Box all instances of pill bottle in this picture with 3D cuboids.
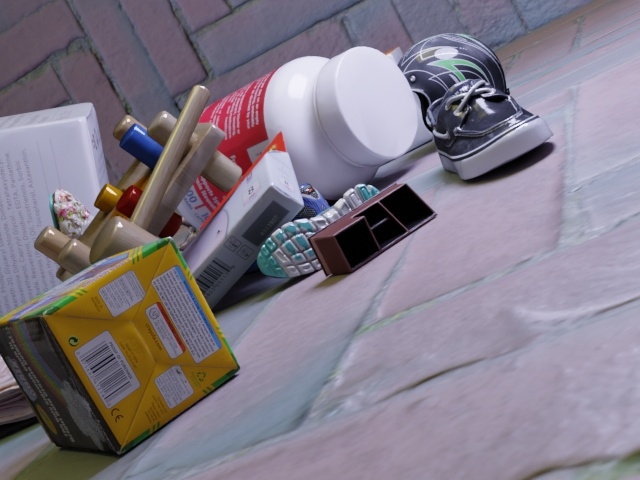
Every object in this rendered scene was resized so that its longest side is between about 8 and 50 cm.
[{"bbox_3d":[-0.051,-0.154,1.571,0.407,0.229,0.229,-19,12,45],"label":"pill bottle"}]

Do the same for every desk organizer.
[{"bbox_3d":[0.056,-0.014,1.028,0.130,0.047,0.050,-32,12,-28],"label":"desk organizer"}]

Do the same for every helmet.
[{"bbox_3d":[0.203,-0.246,1.550,0.169,0.162,0.169,-27,8,4],"label":"helmet"}]

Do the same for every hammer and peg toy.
[{"bbox_3d":[-0.206,-0.039,1.190,0.266,0.127,0.361,-57,23,-10],"label":"hammer and peg toy"}]

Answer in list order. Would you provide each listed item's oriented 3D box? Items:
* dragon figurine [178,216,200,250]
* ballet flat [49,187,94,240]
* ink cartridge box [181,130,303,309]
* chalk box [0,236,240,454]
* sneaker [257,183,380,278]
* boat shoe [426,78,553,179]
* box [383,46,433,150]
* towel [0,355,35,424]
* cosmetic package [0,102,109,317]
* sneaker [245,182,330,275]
[{"bbox_3d":[-0.159,-0.065,1.862,0.289,0.085,0.144,-28,9,4],"label":"dragon figurine"},{"bbox_3d":[-0.325,0.029,1.405,0.077,0.241,0.091,-7,34,-5],"label":"ballet flat"},{"bbox_3d":[-0.112,-0.039,1.225,0.189,0.066,0.232,-48,29,17],"label":"ink cartridge box"},{"bbox_3d":[-0.194,0.095,0.869,0.132,0.132,0.213,-33,11,-31],"label":"chalk box"},{"bbox_3d":[0.000,0.000,1.125,0.166,0.065,0.076,-27,-8,-20],"label":"sneaker"},{"bbox_3d":[0.189,-0.144,1.189,0.108,0.102,0.301,-28,8,1],"label":"boat shoe"},{"bbox_3d":[0.085,-0.239,1.858,0.215,0.168,0.345,-26,8,12],"label":"box"},{"bbox_3d":[-0.389,0.154,1.233,0.317,0.053,0.332,-14,12,14],"label":"towel"},{"bbox_3d":[-0.548,-0.030,1.641,0.393,0.327,0.329,-11,14,-9],"label":"cosmetic package"},{"bbox_3d":[-0.060,-0.019,1.277,0.221,0.087,0.083,-20,11,41],"label":"sneaker"}]
